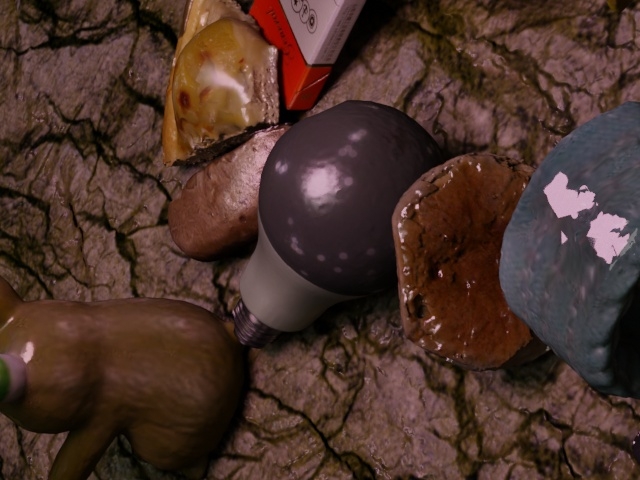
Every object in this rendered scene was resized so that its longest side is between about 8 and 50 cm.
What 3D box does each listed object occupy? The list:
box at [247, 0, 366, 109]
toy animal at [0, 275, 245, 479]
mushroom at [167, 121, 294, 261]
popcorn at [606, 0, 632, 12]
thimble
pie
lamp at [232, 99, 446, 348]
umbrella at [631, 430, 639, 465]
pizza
[{"bbox_3d":[-0.003,-0.258,1.946,0.139,0.035,0.245,67,147,32],"label":"box"},{"bbox_3d":[-0.255,0.133,1.943,0.180,0.363,0.181,-53,44,40],"label":"toy animal"},{"bbox_3d":[-0.085,-0.040,2.006,0.210,0.072,0.094,-29,70,35],"label":"mushroom"},{"bbox_3d":[0.281,-0.324,1.615,0.250,0.235,0.241,26,68,28],"label":"popcorn"},{"bbox_3d":[0.257,0.016,1.583,0.143,0.198,0.235,48,146,38],"label":"thimble"},{"bbox_3d":[0.153,0.018,1.720,0.046,0.195,0.195,173,111,-88],"label":"pie"},{"bbox_3d":[0.012,-0.013,1.872,0.314,0.182,0.181,127,138,-60],"label":"lamp"},{"bbox_3d":[0.333,0.128,1.543,0.122,0.110,0.272,26,101,9],"label":"umbrella"},{"bbox_3d":[-0.120,-0.187,2.043,0.188,0.081,0.204,-11,75,56],"label":"pizza"}]
